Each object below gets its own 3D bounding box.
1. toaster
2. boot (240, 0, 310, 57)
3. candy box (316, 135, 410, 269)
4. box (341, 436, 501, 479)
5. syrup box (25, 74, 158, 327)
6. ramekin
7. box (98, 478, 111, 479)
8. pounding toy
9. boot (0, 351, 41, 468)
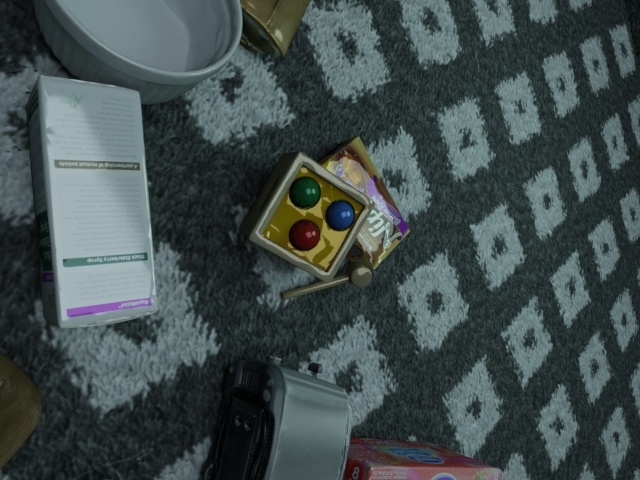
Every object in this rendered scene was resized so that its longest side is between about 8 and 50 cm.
[{"bbox_3d":[-0.051,0.266,0.580,0.146,0.129,0.227,22,73,-36],"label":"toaster"},{"bbox_3d":[-0.017,-0.377,0.683,0.236,0.089,0.269,31,69,-20],"label":"boot"},{"bbox_3d":[0.058,-0.056,0.732,0.109,0.053,0.186,-42,110,-31],"label":"candy box"},{"bbox_3d":[0.119,0.390,0.684,0.300,0.154,0.142,20,75,-34],"label":"box"},{"bbox_3d":[-0.240,-0.034,0.478,0.096,0.093,0.236,-3,89,-38],"label":"syrup box"},{"bbox_3d":[-0.203,-0.251,0.499,0.207,0.109,0.207,12,70,-37],"label":"ramekin"},{"bbox_3d":[-0.233,0.342,0.402,0.119,0.182,0.181,7,83,-37],"label":"box"},{"bbox_3d":[0.000,0.011,0.627,0.206,0.094,0.181,31,88,-21],"label":"pounding toy"},{"bbox_3d":[-0.368,0.226,0.363,0.305,0.112,0.115,-52,127,-30],"label":"boot"}]
